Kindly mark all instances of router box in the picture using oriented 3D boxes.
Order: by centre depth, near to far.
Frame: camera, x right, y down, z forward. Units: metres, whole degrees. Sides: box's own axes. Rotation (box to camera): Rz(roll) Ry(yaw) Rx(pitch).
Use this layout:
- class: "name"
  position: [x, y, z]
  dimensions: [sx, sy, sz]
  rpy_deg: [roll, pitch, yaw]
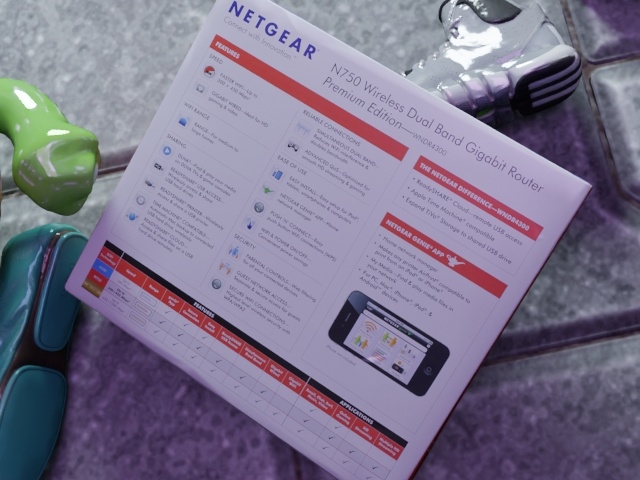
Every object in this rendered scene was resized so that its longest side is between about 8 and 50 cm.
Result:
- class: "router box"
  position: [0.000, 0.000, 0.780]
  dimensions: [0.335, 0.082, 0.301]
  rpy_deg: [33, 100, 13]

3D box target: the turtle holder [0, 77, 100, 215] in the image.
- class: "turtle holder"
  position: [-0.360, -0.017, 0.782]
  dimensions: [0.320, 0.243, 0.227]
  rpy_deg: [-7, 54, -31]

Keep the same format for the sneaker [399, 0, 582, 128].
- class: "sneaker"
  position: [0.110, -0.155, 0.866]
  dimensions: [0.229, 0.086, 0.132]
  rpy_deg: [-19, 60, 2]

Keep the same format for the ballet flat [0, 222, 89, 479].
- class: "ballet flat"
  position: [-0.268, 0.104, 0.838]
  dimensions: [0.087, 0.083, 0.247]
  rpy_deg: [2, 75, 31]
